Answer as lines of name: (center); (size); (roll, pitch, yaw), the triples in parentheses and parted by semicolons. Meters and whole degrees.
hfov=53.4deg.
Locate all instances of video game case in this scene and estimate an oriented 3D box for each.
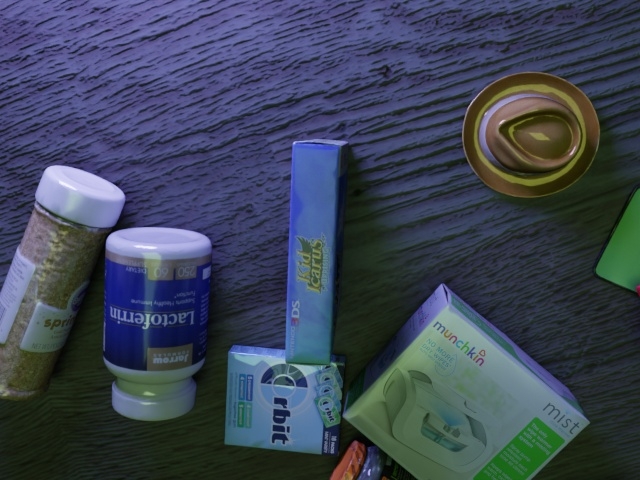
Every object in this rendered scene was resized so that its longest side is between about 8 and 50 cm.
video game case: (0.000, 0.000, 0.861); (0.061, 0.244, 0.269); (3, 100, 5)

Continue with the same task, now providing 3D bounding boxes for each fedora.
fedora: (0.299, -0.147, 0.892); (0.194, 0.079, 0.194); (1, 99, 6)

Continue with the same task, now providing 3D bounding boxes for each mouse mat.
mouse mat: (0.518, 0.020, 0.936); (0.190, 0.007, 0.152); (24, 101, 2)

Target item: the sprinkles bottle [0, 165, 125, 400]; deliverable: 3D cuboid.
sprinkles bottle: (-0.420, 0.067, 0.977); (0.121, 0.121, 0.355); (26, 101, 1)

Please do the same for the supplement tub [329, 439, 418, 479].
supplement tub: (0.113, 0.398, 0.983); (0.190, 0.117, 0.117); (32, 101, 0)

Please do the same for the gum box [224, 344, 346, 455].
gum box: (-0.056, 0.254, 1.013); (0.184, 0.041, 0.157); (4, 100, 6)

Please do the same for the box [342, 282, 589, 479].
box: (0.208, 0.239, 0.945); (0.262, 0.127, 0.231); (41, 103, -1)

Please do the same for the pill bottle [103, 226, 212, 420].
pill bottle: (-0.245, 0.121, 0.953); (0.153, 0.153, 0.264); (5, 101, 5)

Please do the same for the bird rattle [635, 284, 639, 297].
bird rattle: (0.589, 0.094, 0.881); (0.207, 0.143, 0.253); (35, 105, -18)
